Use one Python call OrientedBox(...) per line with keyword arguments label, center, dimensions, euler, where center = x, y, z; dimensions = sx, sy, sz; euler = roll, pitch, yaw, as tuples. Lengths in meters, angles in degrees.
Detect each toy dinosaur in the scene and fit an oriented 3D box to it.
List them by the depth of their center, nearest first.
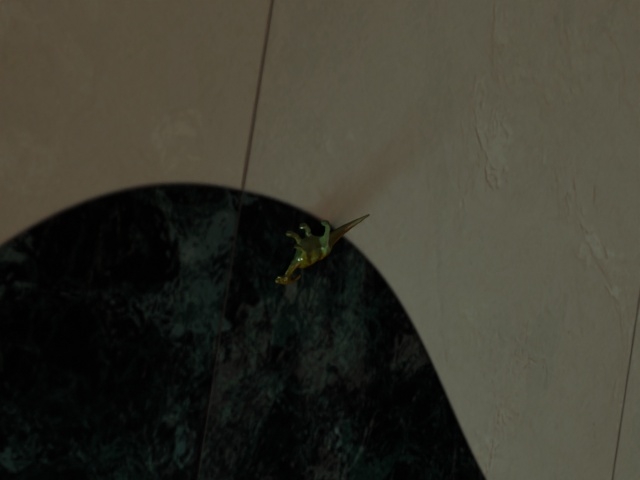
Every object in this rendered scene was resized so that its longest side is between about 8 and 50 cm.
OrientedBox(label="toy dinosaur", center=(-0.001, -0.002, 1.370), dimensions=(0.113, 0.026, 0.041), euler=(-42, 131, -25))
